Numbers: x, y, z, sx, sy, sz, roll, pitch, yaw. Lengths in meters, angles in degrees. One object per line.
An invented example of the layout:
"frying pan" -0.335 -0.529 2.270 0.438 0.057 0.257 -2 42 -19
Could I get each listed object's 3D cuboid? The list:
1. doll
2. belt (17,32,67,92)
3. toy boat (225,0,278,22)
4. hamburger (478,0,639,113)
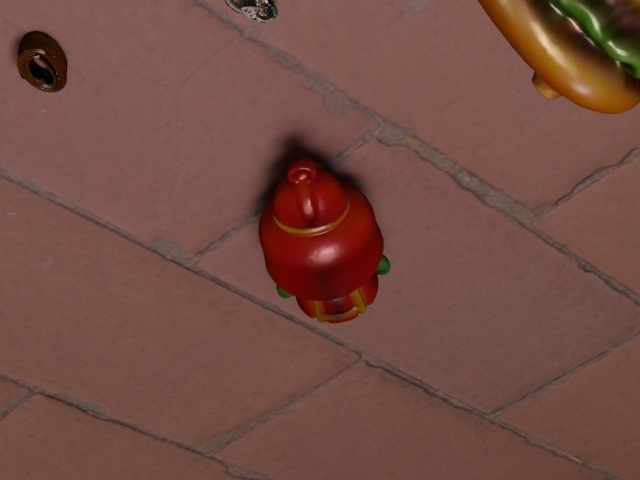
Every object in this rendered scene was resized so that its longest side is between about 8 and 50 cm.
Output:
"doll" 0.000 -0.001 2.117 0.182 0.160 0.363 -8 142 6
"belt" -0.360 -0.229 1.836 0.059 0.036 0.083 -13 142 12
"toy boat" -0.092 -0.300 1.818 0.083 0.038 0.038 19 133 -35
"hamburger" 0.302 -0.335 1.602 0.277 0.396 0.395 -34 137 26
